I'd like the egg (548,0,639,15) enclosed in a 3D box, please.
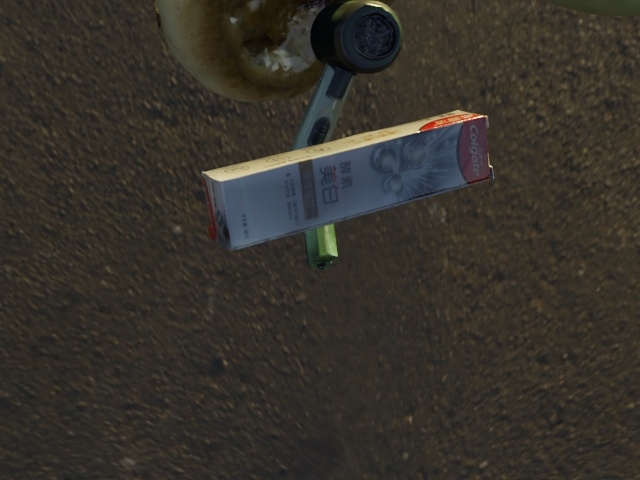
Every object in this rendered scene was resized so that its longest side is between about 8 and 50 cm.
[{"bbox_3d":[0.190,-0.271,0.628,0.218,0.218,0.295,24,109,9],"label":"egg"}]

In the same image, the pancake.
[{"bbox_3d":[0.015,-0.297,0.978,0.071,0.382,0.382,38,80,26],"label":"pancake"}]

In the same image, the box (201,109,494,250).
[{"bbox_3d":[0.023,-0.046,0.822,0.218,0.039,0.055,-17,111,-23],"label":"box"}]

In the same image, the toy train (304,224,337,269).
[{"bbox_3d":[0.000,0.000,1.869,0.038,0.056,0.093,3,65,-20],"label":"toy train"}]

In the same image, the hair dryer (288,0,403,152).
[{"bbox_3d":[0.003,-0.097,0.911,0.057,0.100,0.197,19,98,-14],"label":"hair dryer"}]
